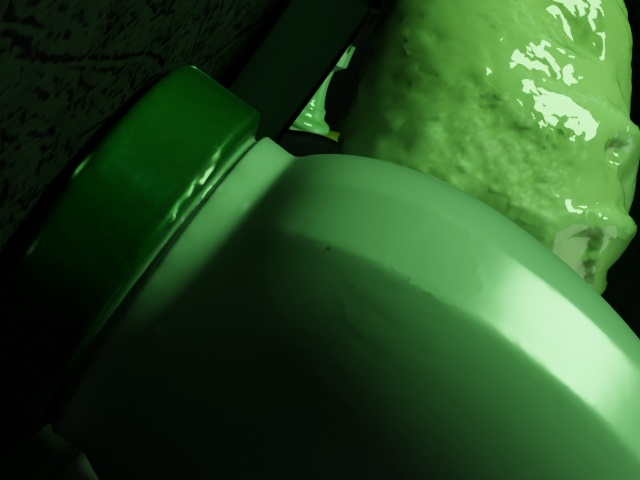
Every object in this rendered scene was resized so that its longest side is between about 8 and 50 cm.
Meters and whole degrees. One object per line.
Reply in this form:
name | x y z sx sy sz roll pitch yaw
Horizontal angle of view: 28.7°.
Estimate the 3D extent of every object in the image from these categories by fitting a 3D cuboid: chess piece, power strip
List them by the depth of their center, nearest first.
power strip | -0.048 -0.091 0.879 0.253 0.054 0.167 -54 -176 -17
chess piece | -0.006 -0.153 1.236 0.103 0.067 0.067 -62 179 13

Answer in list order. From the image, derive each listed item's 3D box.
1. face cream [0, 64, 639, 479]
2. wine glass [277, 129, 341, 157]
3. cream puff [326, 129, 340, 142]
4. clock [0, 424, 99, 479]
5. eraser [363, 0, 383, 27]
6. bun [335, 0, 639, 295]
face cream | 0.014 0.090 0.665 0.219 0.357 0.312 -55 -179 -36
wine glass | -0.037 0.034 1.271 0.267 0.267 0.406 -55 175 -12
cream puff | 0.002 -0.003 1.731 0.274 0.270 0.323 -60 -177 -12
clock | -0.194 0.173 1.001 0.262 0.116 0.231 -42 -177 36
eraser | 0.052 -0.233 1.020 0.122 0.052 0.029 -55 -177 -26
bun | 0.114 -0.050 0.903 0.360 0.211 0.359 -164 -90 -90
